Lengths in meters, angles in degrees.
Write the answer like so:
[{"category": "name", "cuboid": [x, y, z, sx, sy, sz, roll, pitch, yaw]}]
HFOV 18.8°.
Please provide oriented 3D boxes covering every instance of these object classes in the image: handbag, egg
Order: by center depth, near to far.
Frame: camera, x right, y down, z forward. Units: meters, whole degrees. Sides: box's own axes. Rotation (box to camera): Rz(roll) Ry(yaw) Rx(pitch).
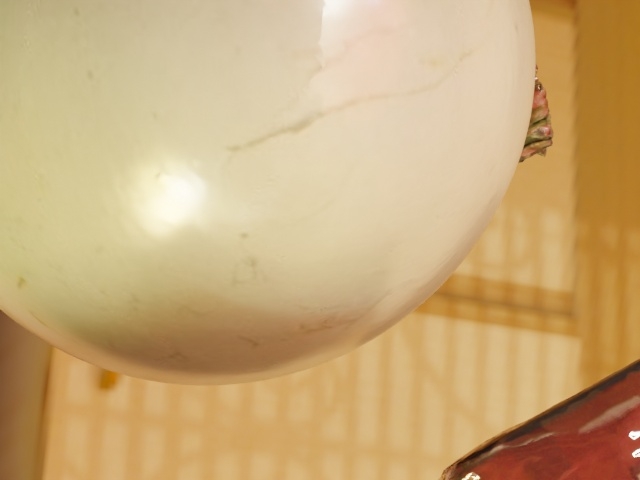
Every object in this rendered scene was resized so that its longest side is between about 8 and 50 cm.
[{"category": "egg", "cuboid": [-0.031, -0.048, 0.573, 0.264, 0.182, 0.183, 172, -74, -73]}, {"category": "handbag", "cuboid": [0.215, 0.167, 1.202, 0.181, 0.254, 0.181, 61, -8, 9]}]

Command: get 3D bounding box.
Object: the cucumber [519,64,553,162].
[{"category": "cucumber", "cuboid": [-0.067, -0.034, 0.944, 0.096, 0.359, 0.096, 162, -90, -81]}]
